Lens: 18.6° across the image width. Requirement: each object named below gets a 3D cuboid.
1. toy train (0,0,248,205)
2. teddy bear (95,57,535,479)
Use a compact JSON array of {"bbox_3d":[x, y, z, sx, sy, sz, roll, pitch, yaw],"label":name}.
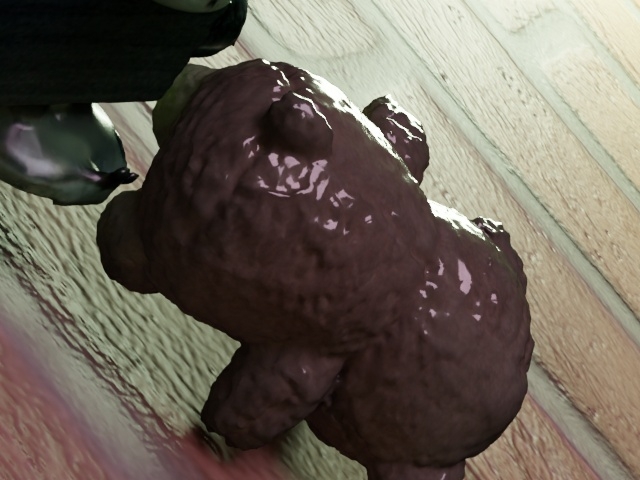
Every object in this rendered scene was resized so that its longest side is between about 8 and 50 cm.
[{"bbox_3d":[-0.231,-0.157,0.902,0.442,0.179,0.272,-6,53,-51],"label":"toy train"},{"bbox_3d":[0.009,0.016,1.084,0.267,0.151,0.236,44,57,-36],"label":"teddy bear"}]
